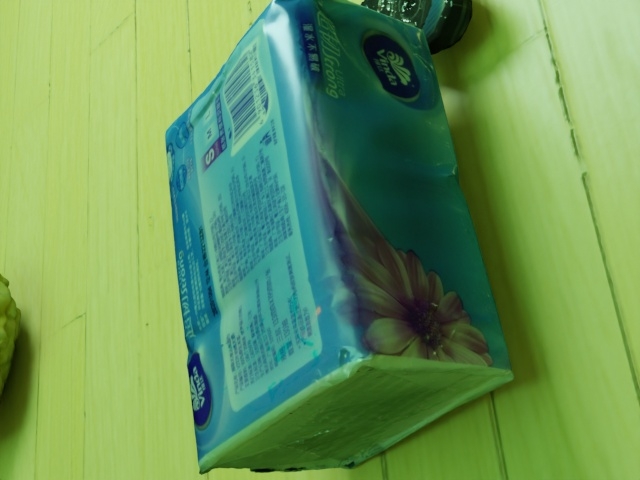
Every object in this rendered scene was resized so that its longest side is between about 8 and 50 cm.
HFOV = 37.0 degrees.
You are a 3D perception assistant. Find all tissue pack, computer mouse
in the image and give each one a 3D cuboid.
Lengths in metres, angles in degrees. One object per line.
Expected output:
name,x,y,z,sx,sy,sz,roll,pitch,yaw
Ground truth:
tissue pack,0.000,0.000,0.648,0.198,0.146,0.263,-41,52,44
computer mouse,0.070,-0.176,0.726,0.135,0.047,0.079,20,104,49

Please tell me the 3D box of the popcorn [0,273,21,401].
popcorn,-0.461,0.119,1.081,0.249,0.225,0.249,-35,43,41
